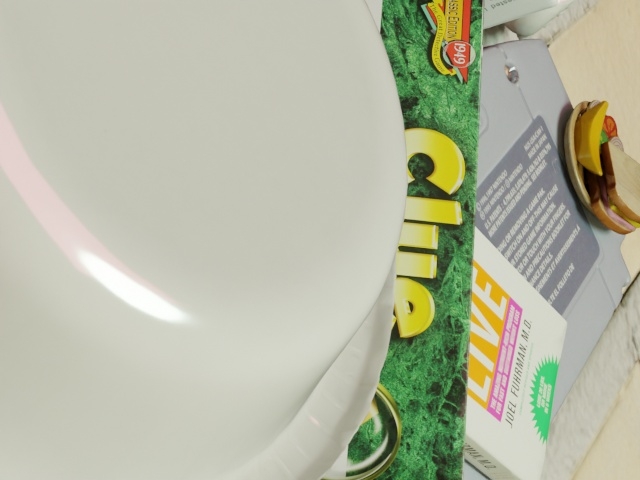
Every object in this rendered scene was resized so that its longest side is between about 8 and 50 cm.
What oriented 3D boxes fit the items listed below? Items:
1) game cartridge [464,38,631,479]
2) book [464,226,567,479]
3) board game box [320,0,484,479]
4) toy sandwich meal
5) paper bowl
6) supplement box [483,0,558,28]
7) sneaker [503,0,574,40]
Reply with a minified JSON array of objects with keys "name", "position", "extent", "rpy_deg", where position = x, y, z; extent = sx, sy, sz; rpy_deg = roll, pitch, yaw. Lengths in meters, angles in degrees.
[{"name":"game cartridge","position":[0.084,0.006,0.817],"extent":[0.294,0.060,0.196],"rpy_deg":[-46,119,-51]},{"name":"book","position":[0.068,0.049,0.713],"extent":[0.144,0.035,0.096],"rpy_deg":[40,52,-40]},{"name":"board game box","position":[0.000,0.000,0.645],"extent":[0.030,0.136,0.259],"rpy_deg":[101,-6,-64]},{"name":"toy sandwich meal","position":[0.177,-0.047,0.894],"extent":[0.085,0.029,0.085],"rpy_deg":[24,59,-48]},{"name":"paper bowl","position":[-0.084,-0.033,0.482],"extent":[0.284,0.148,0.284],"rpy_deg":[22,57,-39]},{"name":"supplement box","position":[0.030,-0.212,0.767],"extent":[0.220,0.114,0.111],"rpy_deg":[41,47,-38]},{"name":"sneaker","position":[0.137,-0.227,0.960],"extent":[0.095,0.090,0.235],"rpy_deg":[38,45,-25]}]
